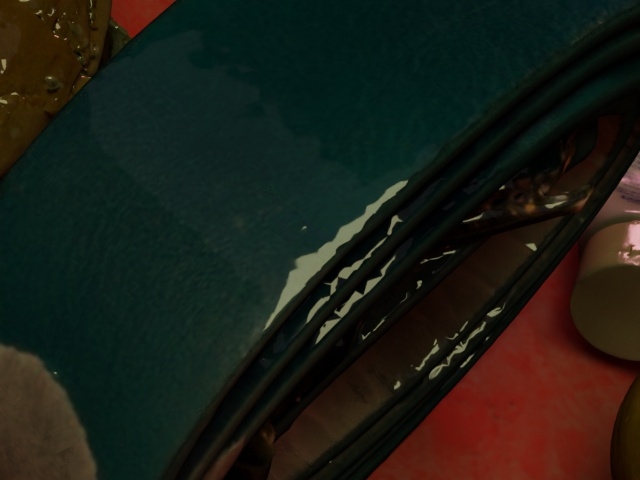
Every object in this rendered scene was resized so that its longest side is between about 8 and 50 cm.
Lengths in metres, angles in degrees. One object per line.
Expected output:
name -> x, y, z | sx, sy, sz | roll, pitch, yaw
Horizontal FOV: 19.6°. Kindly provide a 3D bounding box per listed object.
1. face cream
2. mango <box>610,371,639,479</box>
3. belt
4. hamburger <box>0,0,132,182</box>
face cream -> 0.207, -0.024, 1.111 | 0.114, 0.070, 0.224 | 24, 42, 2
mango -> 0.265, 0.060, 0.971 | 0.142, 0.195, 0.331 | 41, 46, 13
belt -> 0.002, 0.000, 0.896 | 0.173, 0.300, 0.436 | 41, 61, 20
hamburger -> -0.246, -0.134, 1.047 | 0.284, 0.134, 0.265 | 7, 52, -3
